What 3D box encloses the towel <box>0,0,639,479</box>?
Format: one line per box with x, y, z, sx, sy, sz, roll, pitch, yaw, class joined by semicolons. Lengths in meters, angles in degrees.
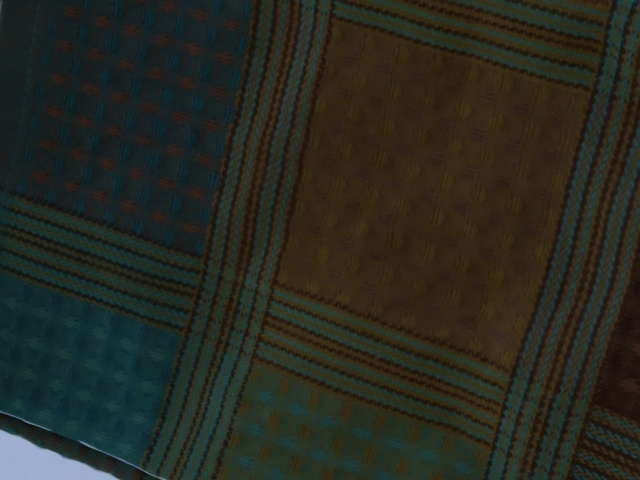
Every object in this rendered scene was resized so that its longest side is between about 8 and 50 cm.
0.000;0.000;0.770;0.370;0.040;0.271;18;-75;22;towel
